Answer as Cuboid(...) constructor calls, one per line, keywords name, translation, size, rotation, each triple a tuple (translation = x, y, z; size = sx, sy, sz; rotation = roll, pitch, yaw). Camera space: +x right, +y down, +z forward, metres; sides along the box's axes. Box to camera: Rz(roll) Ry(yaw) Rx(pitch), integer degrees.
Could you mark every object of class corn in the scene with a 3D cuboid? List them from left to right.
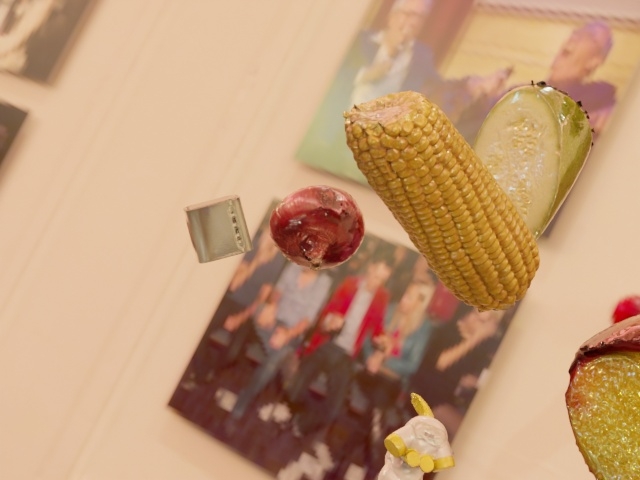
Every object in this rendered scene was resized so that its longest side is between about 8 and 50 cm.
Cuboid(name="corn", translation=(0.163, -0.047, 1.628), size=(0.144, 0.144, 0.387), rotation=(22, -23, 45))

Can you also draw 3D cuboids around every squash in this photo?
Cuboid(name="squash", translation=(0.311, -0.110, 2.069), size=(0.189, 0.260, 0.189), rotation=(25, -39, 22))

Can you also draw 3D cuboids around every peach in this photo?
Cuboid(name="peach", translation=(0.630, 0.304, 2.212), size=(0.310, 0.335, 0.406), rotation=(-3, 34, -34))

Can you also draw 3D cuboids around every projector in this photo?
Cuboid(name="projector", translation=(-0.150, -0.017, 1.889), size=(0.083, 0.082, 0.083), rotation=(-15, 8, -9))

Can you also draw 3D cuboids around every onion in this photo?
Cuboid(name="onion", translation=(0.000, 0.000, 1.940), size=(0.150, 0.150, 0.140), rotation=(30, 27, -29))

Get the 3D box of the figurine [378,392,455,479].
Cuboid(name="figurine", translation=(0.135, 0.326, 1.940), size=(0.109, 0.129, 0.178), rotation=(13, -46, -6))
